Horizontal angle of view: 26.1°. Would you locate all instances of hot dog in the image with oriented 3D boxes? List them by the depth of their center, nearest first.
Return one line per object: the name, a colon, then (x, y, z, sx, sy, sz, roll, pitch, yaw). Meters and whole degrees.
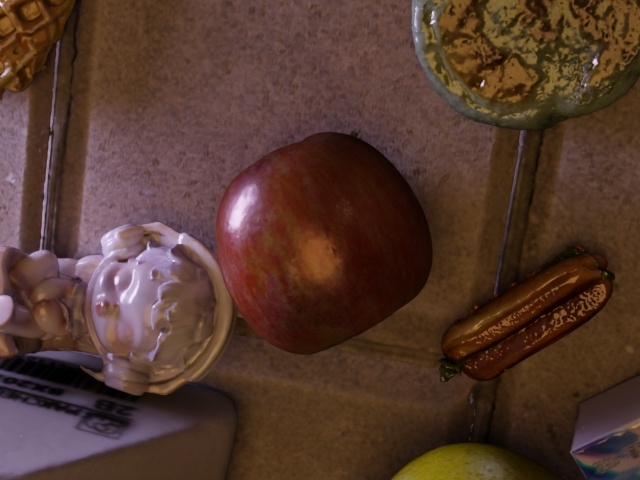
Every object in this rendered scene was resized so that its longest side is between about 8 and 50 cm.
hot dog: (0.186, 0.070, 1.272, 0.188, 0.055, 0.072, -33, 126, 20)

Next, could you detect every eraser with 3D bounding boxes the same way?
eraser: (-0.232, 0.206, 1.295, 0.331, 0.331, 0.150, 16, 104, 5)

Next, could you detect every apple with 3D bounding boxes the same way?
apple: (0.000, 0.000, 1.217, 0.188, 0.188, 0.174, -27, 90, 14)

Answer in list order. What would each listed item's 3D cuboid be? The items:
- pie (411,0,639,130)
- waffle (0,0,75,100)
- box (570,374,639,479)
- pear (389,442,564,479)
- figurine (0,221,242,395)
pie: (0.186, -0.213, 1.205, 0.240, 0.054, 0.241, 2, 103, 8)
waffle: (-0.312, -0.221, 1.284, 0.149, 0.051, 0.194, 29, 107, -1)
box: (0.392, 0.193, 1.226, 0.274, 0.116, 0.203, -29, 98, 21)
pear: (0.141, 0.326, 1.223, 0.294, 0.294, 0.294, 2, 104, 8)
figurine: (-0.185, 0.061, 1.285, 0.236, 0.141, 0.163, 4, 84, 7)
